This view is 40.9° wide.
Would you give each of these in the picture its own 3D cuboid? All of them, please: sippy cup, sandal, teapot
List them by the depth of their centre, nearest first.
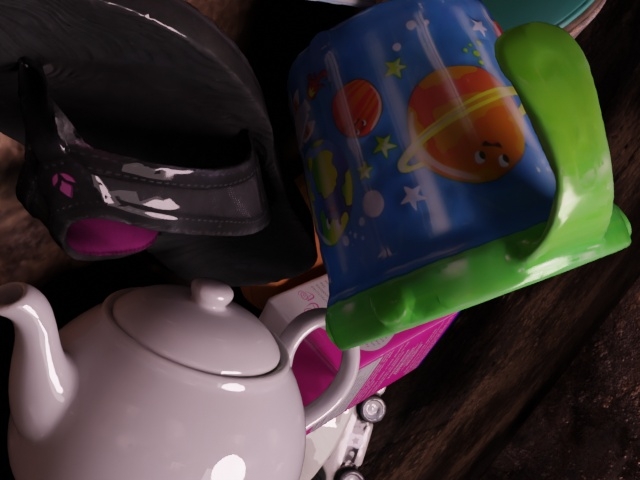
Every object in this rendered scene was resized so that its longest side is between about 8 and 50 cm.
[{"bbox_3d":[-0.097,-0.029,0.577,0.167,0.107,0.446,-11,157,14],"label":"sandal"},{"bbox_3d":[0.084,-0.058,0.659,0.305,0.224,0.240,-25,171,32],"label":"sippy cup"},{"bbox_3d":[-0.108,0.117,0.685,0.256,0.252,0.187,-50,163,-76],"label":"teapot"}]

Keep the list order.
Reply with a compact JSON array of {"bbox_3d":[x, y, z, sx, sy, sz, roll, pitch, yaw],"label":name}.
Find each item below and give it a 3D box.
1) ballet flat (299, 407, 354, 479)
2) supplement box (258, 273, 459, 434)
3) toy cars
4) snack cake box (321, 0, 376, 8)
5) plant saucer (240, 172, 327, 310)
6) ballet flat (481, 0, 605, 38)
[{"bbox_3d":[-0.091,0.264,1.024,0.400,0.139,0.139,-55,152,11],"label":"ballet flat"},{"bbox_3d":[0.033,0.102,0.926,0.220,0.111,0.114,-19,148,-47],"label":"supplement box"},{"bbox_3d":[-0.029,0.310,1.144,0.087,0.176,0.394,18,129,-17],"label":"toy cars"},{"bbox_3d":[-0.041,-0.234,0.507,0.264,0.089,0.152,-11,135,-51],"label":"snack cake box"},{"bbox_3d":[0.000,0.000,0.914,0.200,0.037,0.200,-36,149,-25],"label":"plant saucer"},{"bbox_3d":[0.159,-0.182,0.874,0.316,0.107,0.106,-32,153,-13],"label":"ballet flat"}]
